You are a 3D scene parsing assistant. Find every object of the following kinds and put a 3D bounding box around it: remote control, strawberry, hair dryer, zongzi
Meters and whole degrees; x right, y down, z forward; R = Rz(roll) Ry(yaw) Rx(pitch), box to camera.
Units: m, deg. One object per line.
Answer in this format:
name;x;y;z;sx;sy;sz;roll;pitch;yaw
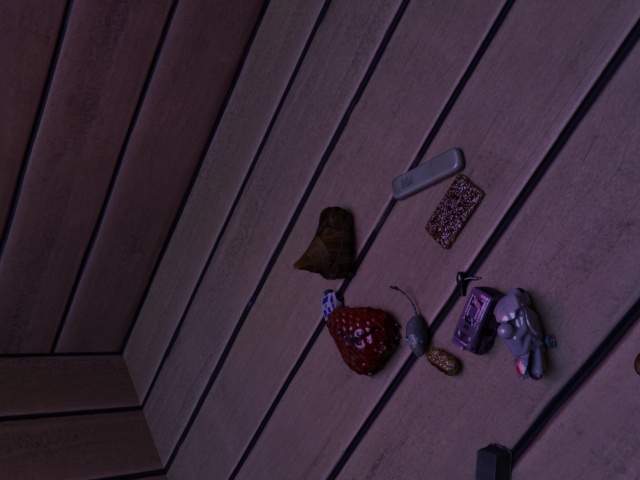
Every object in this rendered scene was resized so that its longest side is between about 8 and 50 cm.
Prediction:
remote control;0.357;-0.224;2.106;0.309;0.038;0.090;-27;63;45
strawberry;0.134;0.331;2.178;0.253;0.150;0.280;-46;64;32
hair dryer;0.466;0.133;1.934;0.083;0.031;0.079;-9;88;42
zongzi;0.000;0.000;2.309;0.134;0.288;0.285;-14;74;43

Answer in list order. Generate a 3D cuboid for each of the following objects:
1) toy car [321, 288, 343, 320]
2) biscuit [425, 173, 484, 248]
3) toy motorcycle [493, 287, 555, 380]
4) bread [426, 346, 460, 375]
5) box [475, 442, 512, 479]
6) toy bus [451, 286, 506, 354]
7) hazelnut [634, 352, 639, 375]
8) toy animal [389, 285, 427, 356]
toy car;0.052;0.269;2.379;0.080;0.070;0.170;-40;56;40
biscuit;0.430;-0.094;2.008;0.131;0.025;0.230;51;123;41
toy motorcycle;0.545;0.253;1.703;0.110;0.171;0.260;-26;63;48
bread;0.393;0.387;1.956;0.110;0.060;0.066;27;118;46
box;0.495;0.653;1.782;0.084;0.069;0.122;1;85;52
toy bus;0.472;0.240;1.840;0.096;0.108;0.198;35;112;47
hazelnut;0.790;0.296;1.466;0.086;0.086;0.086;-10;77;50
toy animal;0.306;0.262;2.063;0.070;0.079;0.252;-24;66;23
